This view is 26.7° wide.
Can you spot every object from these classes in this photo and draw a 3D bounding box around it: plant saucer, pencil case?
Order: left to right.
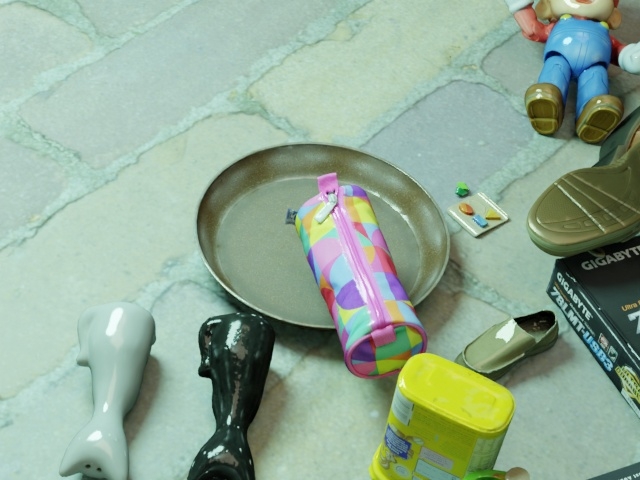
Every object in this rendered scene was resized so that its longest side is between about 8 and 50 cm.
[{"bbox_3d":[0.000,0.000,1.634,0.311,0.050,0.310,5,47,-5],"label":"plant saucer"},{"bbox_3d":[0.041,0.040,1.502,0.104,0.104,0.236,-9,49,-17],"label":"pencil case"}]

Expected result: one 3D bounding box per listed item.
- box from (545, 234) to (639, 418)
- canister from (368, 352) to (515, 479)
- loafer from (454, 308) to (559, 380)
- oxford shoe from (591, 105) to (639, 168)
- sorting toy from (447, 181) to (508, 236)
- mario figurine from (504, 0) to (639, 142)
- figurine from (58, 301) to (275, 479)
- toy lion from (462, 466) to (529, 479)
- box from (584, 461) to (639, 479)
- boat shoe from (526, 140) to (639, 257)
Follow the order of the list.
[{"bbox_3d":[0.468,0.106,1.594,0.296,0.073,0.293,-14,51,-21],"label":"box"},{"bbox_3d":[0.124,0.204,1.376,0.126,0.170,0.073,25,48,14],"label":"canister"},{"bbox_3d":[0.217,0.116,1.557,0.148,0.050,0.056,-26,56,-29],"label":"loafer"},{"bbox_3d":[0.422,-0.117,1.810,0.076,0.076,0.212,39,52,-6],"label":"oxford shoe"},{"bbox_3d":[0.194,-0.044,1.730,0.062,0.012,0.083,-28,57,-30],"label":"sorting toy"},{"bbox_3d":[0.361,-0.304,1.889,0.198,0.170,0.320,32,48,-27],"label":"mario figurine"},{"bbox_3d":[-0.162,0.175,1.422,0.215,0.092,0.209,6,50,-2],"label":"figurine"},{"bbox_3d":[0.151,0.264,1.298,0.096,0.034,0.100,4,45,8],"label":"toy lion"},{"bbox_3d":[0.312,0.380,1.291,0.395,0.097,0.318,-13,53,-19],"label":"box"},{"bbox_3d":[0.357,-0.039,1.641,0.285,0.089,0.104,-24,56,-31],"label":"boat shoe"}]
